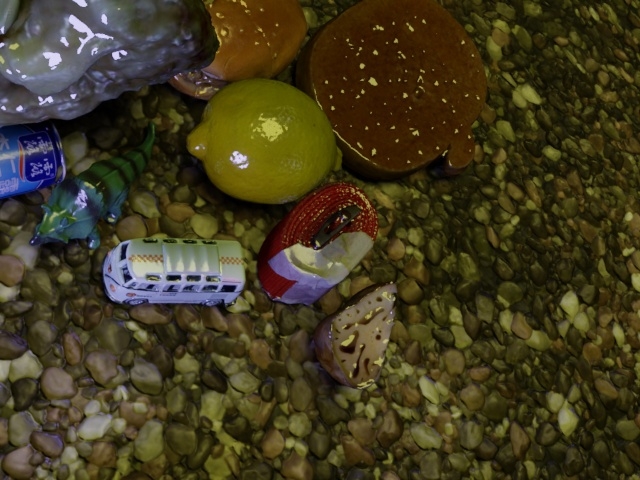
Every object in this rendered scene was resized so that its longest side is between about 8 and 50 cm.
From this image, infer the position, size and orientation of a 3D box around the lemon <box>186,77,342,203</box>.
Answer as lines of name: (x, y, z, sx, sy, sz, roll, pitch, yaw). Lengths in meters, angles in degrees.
lemon: (-0.074, -0.144, 1.409, 0.248, 0.184, 0.184, 5, 66, -26)

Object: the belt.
belt: (0.000, 0.000, 1.418, 0.128, 0.124, 0.201, 45, 54, -2)

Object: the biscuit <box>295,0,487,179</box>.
biscuit: (0.137, -0.255, 1.645, 0.394, 0.070, 0.350, -34, 89, -35)

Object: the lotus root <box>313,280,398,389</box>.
lotus root: (0.040, 0.133, 1.377, 0.095, 0.135, 0.159, 18, 74, -20)

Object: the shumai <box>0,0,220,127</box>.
shumai: (-0.344, -0.288, 1.178, 0.348, 0.395, 0.395, -42, 92, 1)

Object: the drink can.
drink can: (-0.454, -0.090, 1.222, 0.235, 0.097, 0.097, -18, 77, -33)

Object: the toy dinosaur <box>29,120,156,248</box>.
toy dinosaur: (-0.302, -0.064, 1.314, 0.079, 0.120, 0.292, 36, 31, 3)

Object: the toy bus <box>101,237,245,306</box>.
toy bus: (-0.196, 0.040, 1.310, 0.193, 0.089, 0.087, 3, 66, -27)

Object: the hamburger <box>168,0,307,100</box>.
hamburger: (-0.121, -0.309, 1.480, 0.283, 0.144, 0.157, -31, 85, -38)
